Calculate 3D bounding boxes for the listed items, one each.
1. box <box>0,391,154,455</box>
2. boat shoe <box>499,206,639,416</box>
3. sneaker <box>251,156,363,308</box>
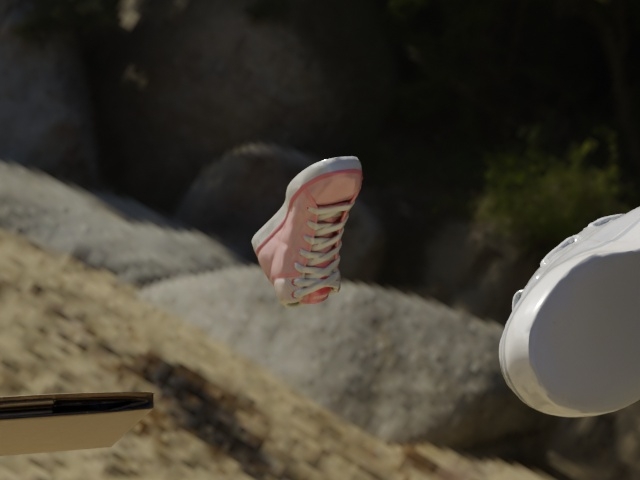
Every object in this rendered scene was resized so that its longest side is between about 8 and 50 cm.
[{"bbox_3d":[-0.245,0.163,1.635,0.164,0.021,0.201,-3,-15,-18],"label":"box"},{"bbox_3d":[0.118,0.025,0.804,0.063,0.184,0.066,-16,-74,40],"label":"boat shoe"},{"bbox_3d":[0.000,0.000,1.259,0.051,0.134,0.070,-7,65,-31],"label":"sneaker"}]
